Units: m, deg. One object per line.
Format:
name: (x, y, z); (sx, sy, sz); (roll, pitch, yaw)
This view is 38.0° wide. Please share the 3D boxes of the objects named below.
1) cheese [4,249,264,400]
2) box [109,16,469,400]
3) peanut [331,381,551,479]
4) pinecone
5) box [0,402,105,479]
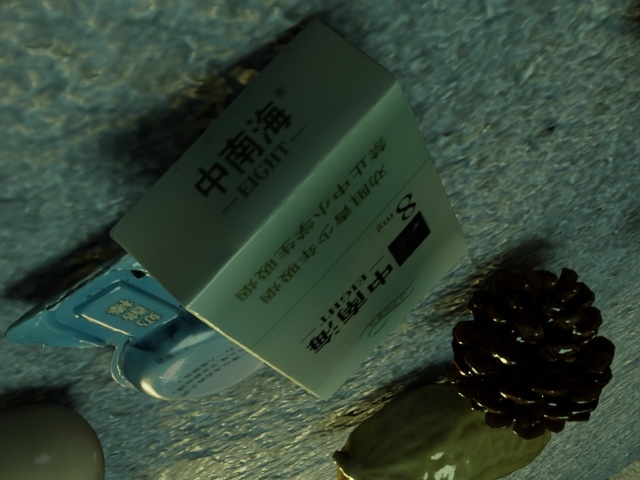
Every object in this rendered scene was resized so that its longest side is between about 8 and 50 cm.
cheese: (-0.098, 0.062, 0.645); (0.135, 0.052, 0.245); (-33, 153, 9)
box: (0.000, 0.000, 0.551); (0.155, 0.067, 0.243); (-45, 154, -4)
peanut: (0.159, 0.232, 1.099); (0.291, 0.143, 0.159); (-17, 163, -25)
pinecone: (0.204, 0.099, 0.888); (0.174, 0.173, 0.173); (-21, 154, -11)
box: (-0.261, 0.190, 0.690); (0.200, 0.088, 0.146); (-15, 151, -20)
